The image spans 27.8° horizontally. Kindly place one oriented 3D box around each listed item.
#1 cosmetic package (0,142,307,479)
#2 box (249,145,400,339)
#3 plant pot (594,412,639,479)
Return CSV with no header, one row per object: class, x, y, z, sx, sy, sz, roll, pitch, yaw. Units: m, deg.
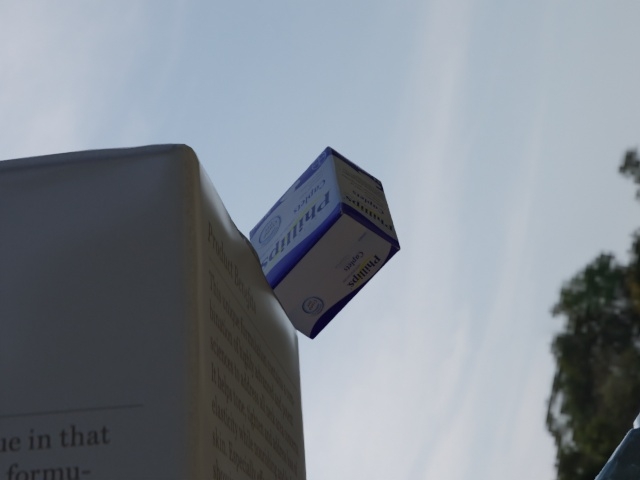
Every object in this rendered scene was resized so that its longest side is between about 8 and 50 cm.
cosmetic package,-0.184,0.201,0.744,0.329,0.327,0.394,67,-162,-66
box,0.000,0.000,1.220,0.126,0.072,0.137,-47,24,19
plant pot,0.498,0.307,1.482,0.341,0.334,0.341,-51,-17,-22
